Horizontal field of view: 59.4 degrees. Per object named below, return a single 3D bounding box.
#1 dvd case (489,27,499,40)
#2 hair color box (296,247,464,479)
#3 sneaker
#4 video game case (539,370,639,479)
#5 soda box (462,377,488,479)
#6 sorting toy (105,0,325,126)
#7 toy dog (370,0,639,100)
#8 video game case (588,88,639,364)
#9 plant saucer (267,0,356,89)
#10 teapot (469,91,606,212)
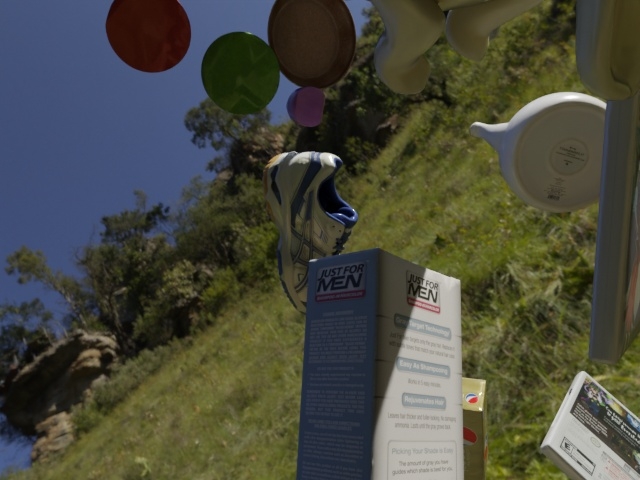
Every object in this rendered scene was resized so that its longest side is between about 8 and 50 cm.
[{"bbox_3d":[0.211,-0.415,0.784,0.022,0.180,0.253,-25,-13,8],"label":"dvd case"},{"bbox_3d":[0.076,0.215,0.666,0.185,0.114,0.374,21,-114,-45],"label":"hair color box"},{"bbox_3d":[0.000,0.000,0.918,0.112,0.131,0.296,-52,-46,-56],"label":"sneaker"},{"bbox_3d":[0.395,0.289,0.738,0.173,0.190,0.022,-32,-21,-45],"label":"video game case"},{"bbox_3d":[0.213,0.285,0.829,0.058,0.061,0.181,-61,-33,-49],"label":"soda box"},{"bbox_3d":[-0.166,-0.283,0.925,0.366,0.126,0.127,20,-85,-26],"label":"sorting toy"},{"bbox_3d":[0.103,-0.314,0.464,0.284,0.408,0.395,-42,-51,-23],"label":"toy dog"},{"bbox_3d":[0.264,-0.017,0.470,0.183,0.023,0.201,-10,-76,-51],"label":"video game case"},{"bbox_3d":[-0.021,-0.392,1.085,0.199,0.036,0.198,-7,-77,-31],"label":"plant saucer"},{"bbox_3d":[0.484,-0.184,1.148,0.253,0.187,0.256,-30,-79,14],"label":"teapot"}]
